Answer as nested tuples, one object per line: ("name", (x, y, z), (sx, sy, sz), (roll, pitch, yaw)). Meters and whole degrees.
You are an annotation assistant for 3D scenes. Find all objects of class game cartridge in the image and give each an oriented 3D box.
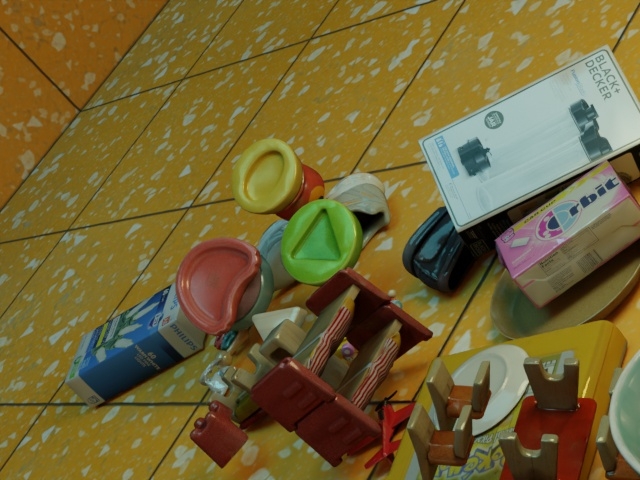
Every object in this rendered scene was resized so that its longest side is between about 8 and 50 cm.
("game cartridge", (0.195, 0.249, 1.714), (0.285, 0.053, 0.324), (-18, 33, 42))

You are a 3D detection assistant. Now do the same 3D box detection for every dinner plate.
("dinner plate", (0.190, 0.177, 1.763), (0.141, 0.017, 0.141), (-34, 29, 22))

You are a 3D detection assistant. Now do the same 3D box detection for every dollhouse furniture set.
("dollhouse furniture set", (0.226, 0.248, 1.526), (0.262, 0.135, 0.259), (1, 36, 23))
("dollhouse furniture set", (-0.034, 0.217, 2.006), (0.374, 0.152, 0.201), (-43, 10, 48))

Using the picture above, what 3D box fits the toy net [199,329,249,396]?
("toy net", (-0.160, 0.165, 2.353), (0.122, 0.045, 0.232), (-37, 27, 45))

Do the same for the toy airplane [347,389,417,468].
("toy airplane", (0.085, 0.249, 1.900), (0.151, 0.028, 0.151), (-35, 26, 20))

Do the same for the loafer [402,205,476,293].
("loafer", (0.247, -0.049, 2.081), (0.302, 0.109, 0.095), (-49, 45, 1))

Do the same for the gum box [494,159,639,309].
("gum box", (0.313, -0.005, 1.854), (0.188, 0.062, 0.107), (-37, 25, 12))

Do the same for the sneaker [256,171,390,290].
("sneaker", (0.000, 0.000, 2.350), (0.262, 0.099, 0.121), (-40, 29, 9))

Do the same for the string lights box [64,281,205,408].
("string lights box", (-0.309, 0.175, 2.540), (0.259, 0.077, 0.133), (-30, 26, 25))

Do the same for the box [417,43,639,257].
("box", (0.296, -0.120, 1.975), (0.290, 0.087, 0.169), (-25, 57, 10))

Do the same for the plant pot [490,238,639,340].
("plant pot", (0.322, 0.047, 1.873), (0.236, 0.032, 0.236), (-33, 27, 19))

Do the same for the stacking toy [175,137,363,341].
("stacking toy", (-0.053, 0.033, 2.256), (0.279, 0.130, 0.309), (35, 95, 36))

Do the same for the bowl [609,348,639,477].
("bowl", (0.426, 0.185, 1.292), (0.311, 0.163, 0.311), (-19, 26, 9))

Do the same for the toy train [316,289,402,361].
("toy train", (0.048, 0.133, 2.127), (0.166, 0.046, 0.125), (-12, 32, 48))
